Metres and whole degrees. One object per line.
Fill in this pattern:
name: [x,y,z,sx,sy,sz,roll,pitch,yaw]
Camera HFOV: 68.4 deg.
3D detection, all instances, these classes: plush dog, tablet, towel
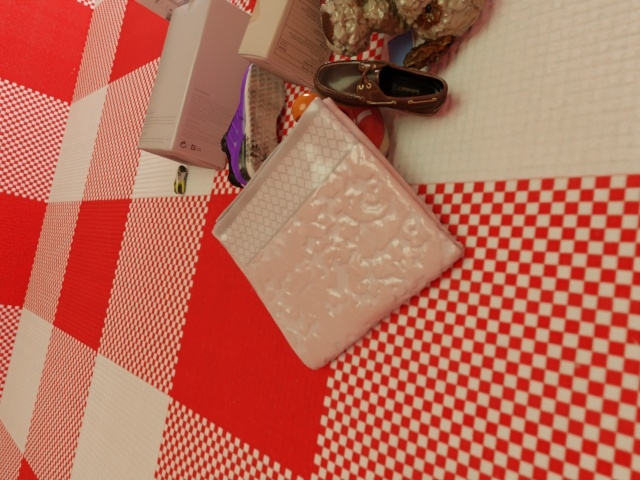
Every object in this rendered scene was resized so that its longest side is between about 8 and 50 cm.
plush dog: [0.152,-0.394,0.730,0.225,0.210,0.263,40,131,27]
tablet: [0.141,-0.323,0.815,0.054,0.006,0.084,-19,65,41]
towel: [0.000,0.000,0.746,0.332,0.053,0.317,-45,78,30]

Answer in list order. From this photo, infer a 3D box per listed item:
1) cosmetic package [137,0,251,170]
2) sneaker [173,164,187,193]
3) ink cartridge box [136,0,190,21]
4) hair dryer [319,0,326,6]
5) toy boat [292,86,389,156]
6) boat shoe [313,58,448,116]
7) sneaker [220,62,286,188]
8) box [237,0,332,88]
cosmetic package: [-0.309,-0.390,1.190,0.217,0.156,0.386,16,89,46]
sneaker: [-0.390,-0.166,1.295,0.035,0.031,0.084,-7,74,45]
ink cartridge box: [-0.399,-0.720,1.282,0.117,0.282,0.208,-14,69,39]
hair dryer: [0.072,-0.500,0.842,0.080,0.223,0.294,31,118,23]
toy boat: [0.015,-0.200,0.803,0.151,0.151,0.231,-39,54,32]
boat shoe: [0.089,-0.239,0.713,0.206,0.073,0.073,9,89,6]
sneaker: [-0.162,-0.250,1.034,0.146,0.102,0.294,-11,71,44]
box: [-0.029,-0.482,0.935,0.121,0.147,0.312,31,100,46]
